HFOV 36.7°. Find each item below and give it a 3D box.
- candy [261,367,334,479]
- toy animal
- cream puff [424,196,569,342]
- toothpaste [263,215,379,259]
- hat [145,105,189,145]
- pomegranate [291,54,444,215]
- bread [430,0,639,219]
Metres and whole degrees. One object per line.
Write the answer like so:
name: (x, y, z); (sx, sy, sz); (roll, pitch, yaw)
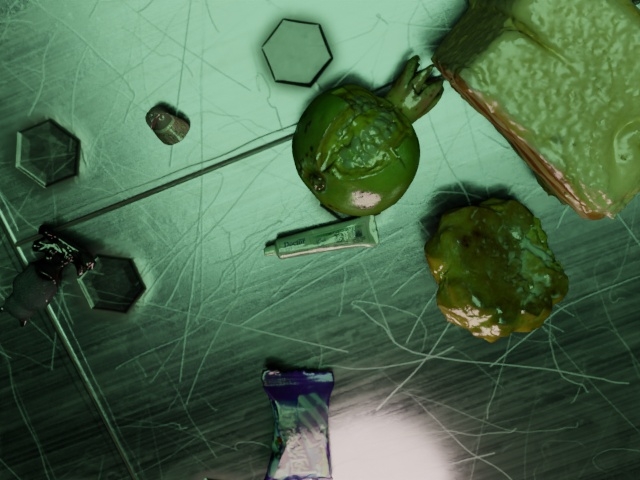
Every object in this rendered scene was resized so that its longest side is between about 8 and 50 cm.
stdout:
candy: (-0.045, 0.378, 1.911); (0.145, 0.070, 0.275); (-1, 105, -7)
toy animal: (-0.522, 0.088, 1.803); (0.121, 0.117, 0.210); (32, 103, -15)
cream puff: (0.310, 0.056, 1.761); (0.282, 0.185, 0.282); (7, 70, -19)
toothpaste: (0.000, 0.000, 1.809); (0.218, 0.041, 0.064); (-12, 101, 1)
hat: (-0.282, -0.213, 1.749); (0.087, 0.042, 0.058); (27, 113, -43)
pomegranate: (0.091, -0.186, 1.671); (0.236, 0.236, 0.302); (47, 77, -12)
bread: (0.387, -0.260, 1.550); (0.390, 0.371, 0.279); (43, 99, -15)
